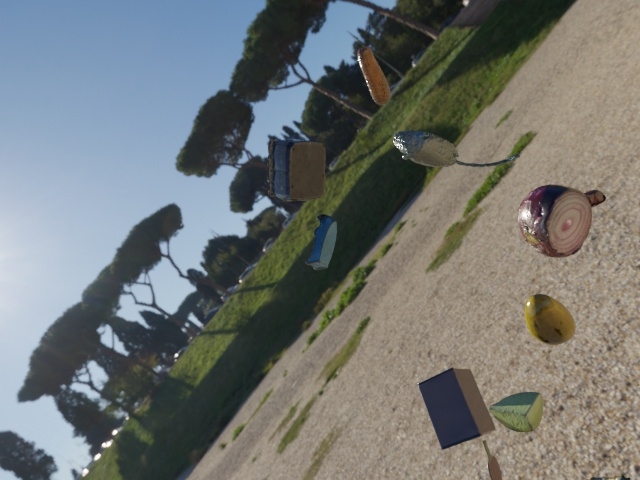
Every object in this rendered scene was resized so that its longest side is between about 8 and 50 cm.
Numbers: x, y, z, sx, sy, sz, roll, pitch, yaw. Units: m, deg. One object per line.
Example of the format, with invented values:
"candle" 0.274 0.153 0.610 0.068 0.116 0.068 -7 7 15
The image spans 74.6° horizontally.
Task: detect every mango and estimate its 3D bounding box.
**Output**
"mango" 0.687 0.239 1.274 0.137 0.195 0.098 -15 35 50

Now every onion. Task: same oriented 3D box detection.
"onion" 0.611 -0.070 1.066 0.218 0.195 0.140 -36 18 -7

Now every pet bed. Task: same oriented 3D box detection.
"pet bed" -0.096 -0.246 1.470 0.183 0.159 0.210 -12 -71 -41

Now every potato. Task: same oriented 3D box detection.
"potato" 0.682 0.583 1.441 0.120 0.081 0.149 -29 5 -32

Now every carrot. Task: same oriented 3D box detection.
"carrot" 0.154 -0.468 1.199 0.060 0.060 0.186 -52 -44 -15

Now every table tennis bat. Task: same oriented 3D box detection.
"table tennis bat" 0.583 0.760 1.429 0.013 0.156 0.087 -23 -8 37

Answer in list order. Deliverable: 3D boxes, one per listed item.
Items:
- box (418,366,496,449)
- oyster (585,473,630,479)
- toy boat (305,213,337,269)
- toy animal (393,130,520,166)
"box" 0.533 0.654 1.651 0.153 0.252 0.188 17 -46 -44
"oyster" 0.729 0.713 1.081 0.260 0.092 0.198 -27 -2 -15
"toy boat" 0.000 0.000 1.337 0.075 0.077 0.185 36 -116 -51
"toy animal" 0.275 -0.181 0.886 0.079 0.253 0.070 -42 -34 -65
